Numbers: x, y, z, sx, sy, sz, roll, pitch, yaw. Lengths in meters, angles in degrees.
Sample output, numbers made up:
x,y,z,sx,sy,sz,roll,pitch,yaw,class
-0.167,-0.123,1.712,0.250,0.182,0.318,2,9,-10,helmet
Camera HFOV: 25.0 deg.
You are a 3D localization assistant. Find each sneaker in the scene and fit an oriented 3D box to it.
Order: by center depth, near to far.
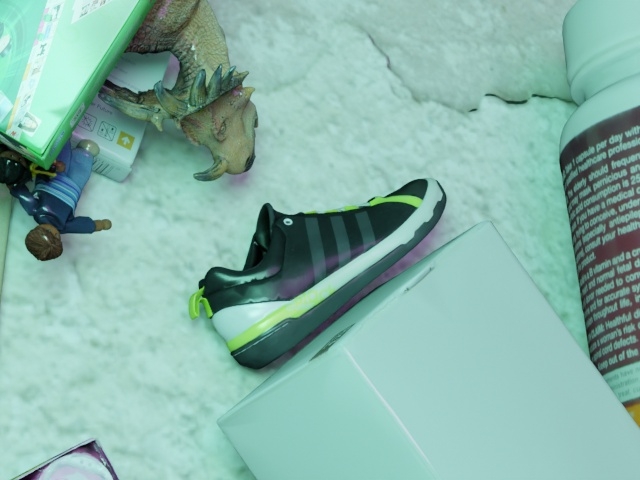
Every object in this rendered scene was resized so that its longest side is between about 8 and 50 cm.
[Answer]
x,y,z,sx,sy,sz,roll,pitch,yaw,class
0.000,0.000,1.098,0.235,0.084,0.097,-39,90,-31,sneaker

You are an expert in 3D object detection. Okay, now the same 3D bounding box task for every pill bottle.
x,y,z,sx,sy,sz,roll,pitch,yaw,class
0.317,-0.012,1.176,0.224,0.224,0.392,2,72,-26,pill bottle

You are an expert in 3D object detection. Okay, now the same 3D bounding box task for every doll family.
x,y,z,sx,sy,sz,roll,pitch,yaw,class
-0.225,-0.059,0.976,0.193,0.076,0.111,18,39,-14,doll family

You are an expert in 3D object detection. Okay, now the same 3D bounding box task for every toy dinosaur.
x,y,z,sx,sy,sz,roll,pitch,yaw,class
-0.155,-0.169,1.012,0.296,0.127,0.200,16,72,-16,toy dinosaur

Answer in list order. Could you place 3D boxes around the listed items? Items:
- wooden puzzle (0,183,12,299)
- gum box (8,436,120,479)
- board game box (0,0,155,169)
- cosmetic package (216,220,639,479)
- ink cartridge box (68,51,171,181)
x,y,z,sx,sy,sz,roll,pitch,yaw,class
-0.320,0.033,0.953,0.221,0.044,0.238,12,68,-23,wooden puzzle
-0.222,0.200,0.905,0.188,0.107,0.062,-26,85,-31,gum box
-0.186,-0.234,0.940,0.213,0.046,0.317,31,80,-2,board game box
0.134,0.205,1.026,0.385,0.156,0.217,54,42,2,cosmetic package
-0.206,-0.177,1.081,0.206,0.045,0.208,25,64,-18,ink cartridge box
